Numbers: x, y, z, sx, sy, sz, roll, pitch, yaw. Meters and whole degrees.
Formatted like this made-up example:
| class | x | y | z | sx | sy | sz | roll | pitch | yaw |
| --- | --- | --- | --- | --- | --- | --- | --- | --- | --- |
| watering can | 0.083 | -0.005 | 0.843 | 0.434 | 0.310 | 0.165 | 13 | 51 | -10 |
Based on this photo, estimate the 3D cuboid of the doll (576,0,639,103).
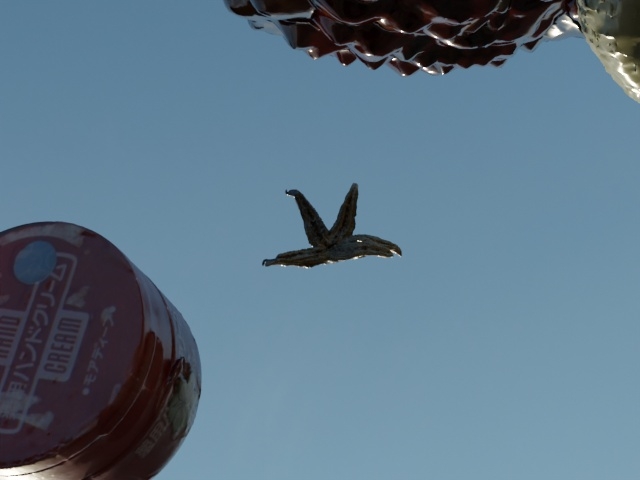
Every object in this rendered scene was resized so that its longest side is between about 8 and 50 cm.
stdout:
| class | x | y | z | sx | sy | sz | roll | pitch | yaw |
| --- | --- | --- | --- | --- | --- | --- | --- | --- | --- |
| doll | 0.184 | -0.083 | 0.458 | 0.149 | 0.175 | 0.278 | -61 | -42 | -41 |

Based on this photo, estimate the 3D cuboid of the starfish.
| class | x | y | z | sx | sy | sz | roll | pitch | yaw |
| --- | --- | --- | --- | --- | --- | --- | --- | --- | --- |
| starfish | 0.000 | 0.002 | 1.321 | 0.130 | 0.133 | 0.041 | -28 | -38 | -14 |

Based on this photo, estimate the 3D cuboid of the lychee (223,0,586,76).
| class | x | y | z | sx | sy | sz | roll | pitch | yaw |
| --- | --- | --- | --- | --- | --- | --- | --- | --- | --- |
| lychee | 0.077 | -0.301 | 0.887 | 0.425 | 0.500 | 0.424 | -16 | -35 | -12 |

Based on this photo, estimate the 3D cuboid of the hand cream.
| class | x | y | z | sx | sy | sz | roll | pitch | yaw |
| --- | --- | --- | --- | --- | --- | --- | --- | --- | --- |
| hand cream | -0.224 | 0.110 | 1.138 | 0.230 | 0.230 | 0.149 | -45 | -29 | -9 |
